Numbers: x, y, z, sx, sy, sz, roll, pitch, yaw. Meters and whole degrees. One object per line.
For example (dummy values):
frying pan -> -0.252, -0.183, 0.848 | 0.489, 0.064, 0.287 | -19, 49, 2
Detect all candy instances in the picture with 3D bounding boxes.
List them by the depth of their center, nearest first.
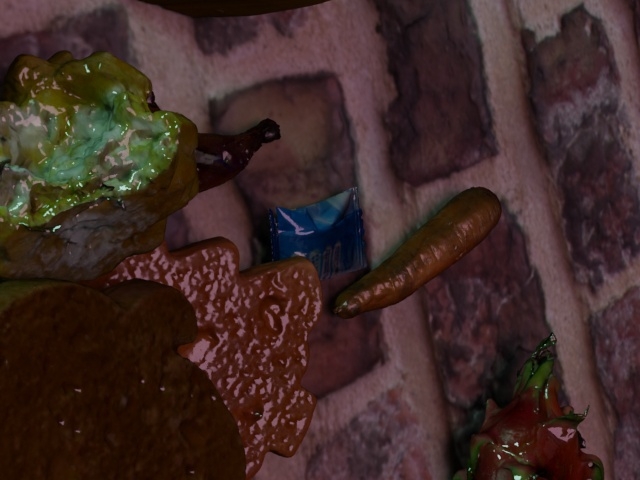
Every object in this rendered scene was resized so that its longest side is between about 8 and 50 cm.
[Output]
candy -> 0.000, -0.001, 1.344 | 0.136, 0.038, 0.088 | -17, 106, -44

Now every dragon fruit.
dragon fruit -> 0.231, 0.216, 1.471 | 0.135, 0.137, 0.236 | 33, 78, -44

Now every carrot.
carrot -> 0.101, 0.018, 1.421 | 0.248, 0.059, 0.059 | -36, 112, -31

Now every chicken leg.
chicken leg -> -0.119, -0.084, 1.242 | 0.205, 0.053, 0.093 | 13, 67, -43

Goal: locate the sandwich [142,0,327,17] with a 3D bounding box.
sandwich -> -0.081, -0.268, 1.188 | 0.144, 0.187, 0.117 | 11, 82, -46

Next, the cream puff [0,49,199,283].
cream puff -> -0.211, -0.060, 1.087 | 0.221, 0.195, 0.194 | -17, 101, -28

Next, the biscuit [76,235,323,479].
biscuit -> -0.128, 0.101, 1.228 | 0.306, 0.043, 0.284 | 36, 74, -30

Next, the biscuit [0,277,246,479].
biscuit -> -0.182, 0.170, 1.076 | 0.367, 0.063, 0.314 | 46, 51, -46
